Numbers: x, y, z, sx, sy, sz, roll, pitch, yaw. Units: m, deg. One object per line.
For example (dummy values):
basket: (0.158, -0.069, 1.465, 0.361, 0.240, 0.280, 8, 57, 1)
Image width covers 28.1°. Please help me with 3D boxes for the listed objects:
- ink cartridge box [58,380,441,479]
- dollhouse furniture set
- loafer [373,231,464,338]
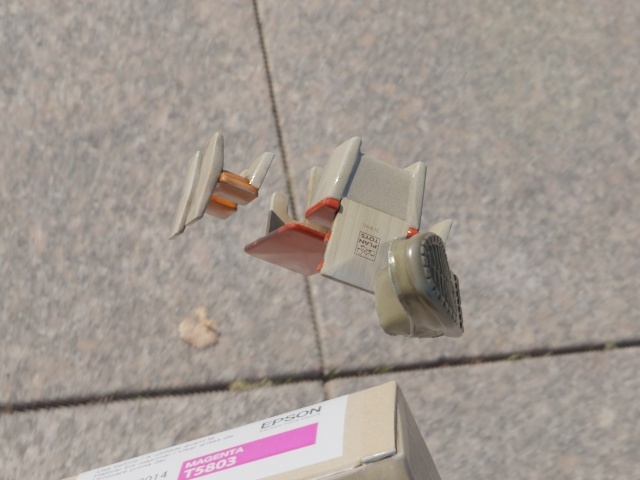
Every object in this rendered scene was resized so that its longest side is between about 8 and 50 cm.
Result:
ink cartridge box: (-0.031, 0.209, 0.748, 0.235, 0.088, 0.193, -17, 111, 11)
dollhouse furniture set: (0.000, 0.000, 1.257, 0.262, 0.259, 0.135, 20, 73, -17)
loafer: (0.056, 0.035, 0.764, 0.050, 0.148, 0.056, -11, 71, 10)
